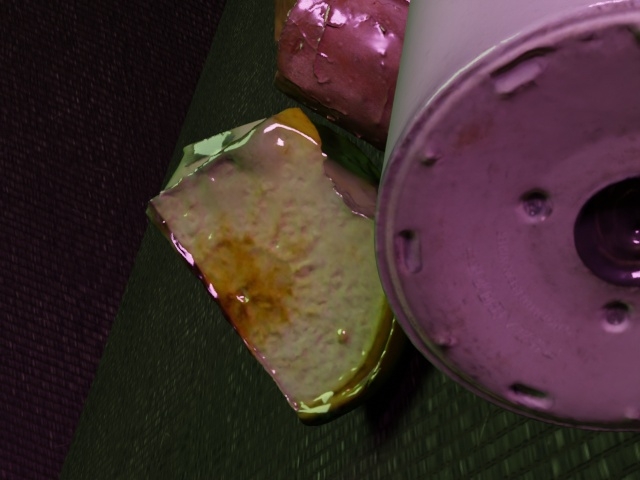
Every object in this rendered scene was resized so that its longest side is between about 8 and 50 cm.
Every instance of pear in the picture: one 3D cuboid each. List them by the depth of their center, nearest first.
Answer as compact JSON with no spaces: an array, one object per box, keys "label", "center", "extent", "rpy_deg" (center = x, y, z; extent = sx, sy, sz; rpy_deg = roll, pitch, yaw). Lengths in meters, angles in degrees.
[{"label":"pear","center":[0.000,0.000,1.215],"extent":[0.176,0.286,0.282],"rpy_deg":[-37,-2,12]}]

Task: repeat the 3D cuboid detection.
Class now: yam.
[{"label":"yam","center":[0.073,-0.140,1.136],"extent":[0.129,0.238,0.128],"rpy_deg":[-66,7,-32]}]

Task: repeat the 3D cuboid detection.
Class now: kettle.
[{"label":"kettle","center":[0.205,-0.132,0.723],"extent":[0.361,0.250,0.376],"rpy_deg":[-34,26,25]}]

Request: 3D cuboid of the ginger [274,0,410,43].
[{"label":"ginger","center":[0.063,-0.245,1.357],"extent":[0.200,0.223,0.269],"rpy_deg":[-57,14,16]}]
